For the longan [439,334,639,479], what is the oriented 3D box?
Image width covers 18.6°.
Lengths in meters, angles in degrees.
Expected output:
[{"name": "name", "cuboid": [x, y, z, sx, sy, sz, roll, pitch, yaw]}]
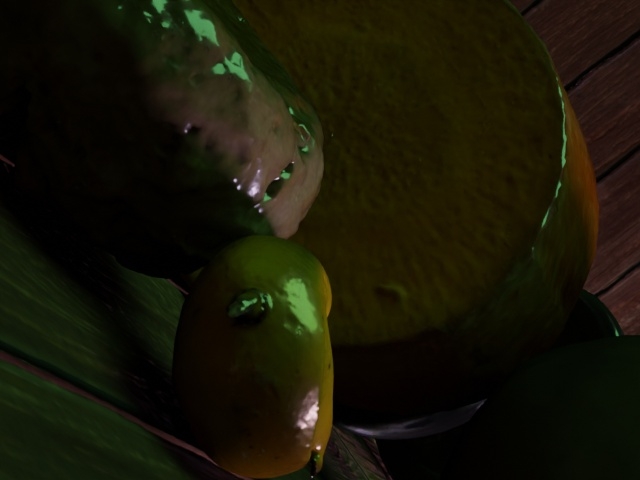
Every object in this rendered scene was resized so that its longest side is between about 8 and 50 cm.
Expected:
[{"name": "longan", "cuboid": [0.163, 0.170, 1.031, 0.248, 0.248, 0.248, 52, 3, -5]}]

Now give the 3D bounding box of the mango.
[{"name": "mango", "cuboid": [-0.023, 0.051, 0.826, 0.187, 0.066, 0.101, 56, 35, -79]}]

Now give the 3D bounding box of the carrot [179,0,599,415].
[{"name": "carrot", "cuboid": [0.026, -0.046, 1.135, 0.100, 0.258, 0.307, 78, -8, -55]}]

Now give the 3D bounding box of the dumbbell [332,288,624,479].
[{"name": "dumbbell", "cuboid": [0.090, 0.071, 1.268, 0.290, 0.192, 0.192, 49, 5, -49]}]

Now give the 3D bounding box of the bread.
[{"name": "bread", "cuboid": [-0.100, -0.083, 0.879, 0.230, 0.123, 0.230, 52, 7, -9]}]
